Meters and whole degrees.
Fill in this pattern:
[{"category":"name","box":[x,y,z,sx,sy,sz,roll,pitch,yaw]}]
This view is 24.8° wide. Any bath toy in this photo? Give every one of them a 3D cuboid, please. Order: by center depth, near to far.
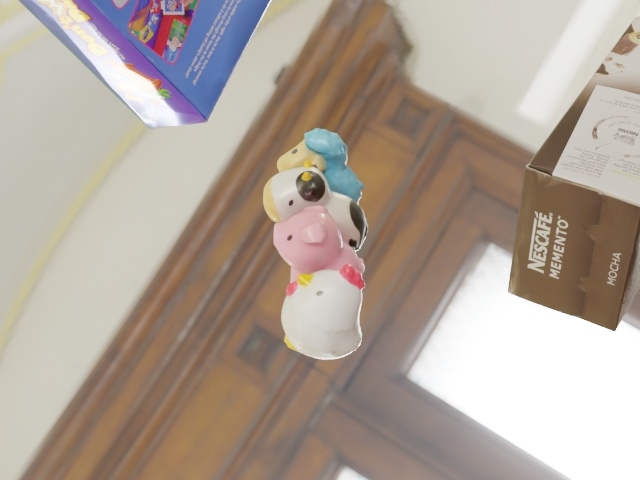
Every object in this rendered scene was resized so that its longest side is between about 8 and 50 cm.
[{"category":"bath toy","box":[0.000,0.000,1.859,0.348,0.151,0.129,-92,25,-53]}]

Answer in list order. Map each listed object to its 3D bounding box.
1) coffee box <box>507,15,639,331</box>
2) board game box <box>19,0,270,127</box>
[{"category":"coffee box","box":[0.305,-0.073,1.463,0.297,0.119,0.168,-50,-27,-42]},{"category":"board game box","box":[-0.120,-0.303,1.234,0.233,0.078,0.347,46,-123,-36]}]
